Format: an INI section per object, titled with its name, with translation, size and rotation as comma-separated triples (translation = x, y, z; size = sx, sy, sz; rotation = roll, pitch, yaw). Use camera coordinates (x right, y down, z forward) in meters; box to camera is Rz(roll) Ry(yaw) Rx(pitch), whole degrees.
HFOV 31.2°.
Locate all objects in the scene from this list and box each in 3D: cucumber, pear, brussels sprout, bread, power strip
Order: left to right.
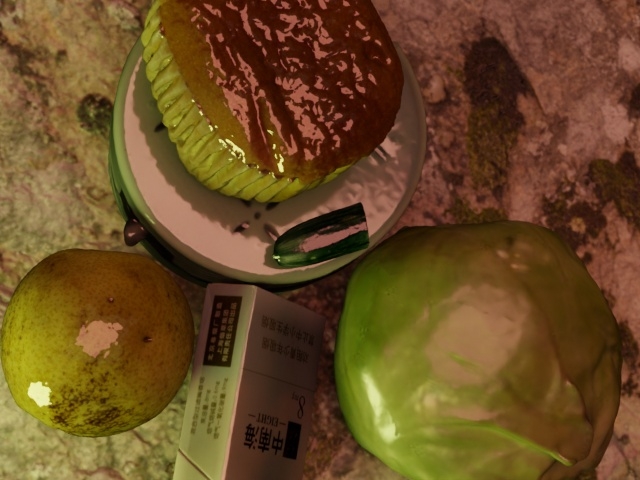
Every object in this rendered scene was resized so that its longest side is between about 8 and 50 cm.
[pear]
translation = -0.226, 0.111, 1.154
size = 0.197, 0.197, 0.197
rotation = 2, 79, -12
[power strip]
translation = -0.072, -0.103, 1.252
size = 0.358, 0.161, 0.357
rotation = 2, 81, -12
[bread]
translation = -0.050, -0.168, 1.112
size = 0.227, 0.142, 0.253
rotation = -21, 84, -22
[cucumber]
translation = 0.000, 0.000, 1.144
size = 0.105, 0.048, 0.048
rotation = -19, 84, -10
[brussels sprout]
translation = 0.166, 0.118, 1.224
size = 0.328, 0.247, 0.327
rotation = -1, 95, -14

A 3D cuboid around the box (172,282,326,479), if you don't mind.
[box]
translation = -0.073, 0.179, 1.199
size = 0.067, 0.155, 0.242
rotation = 0, 73, 32
